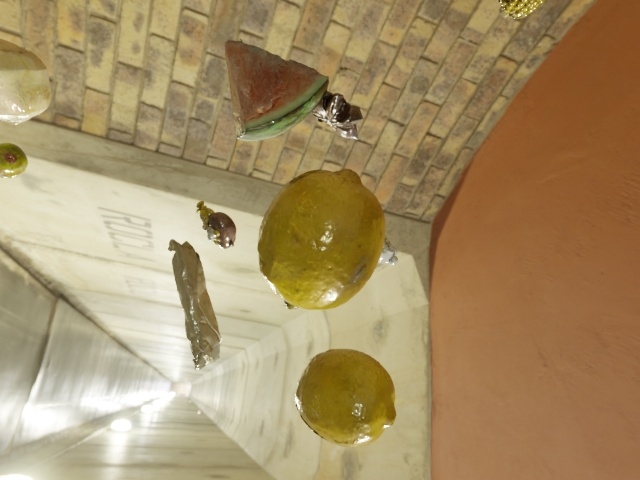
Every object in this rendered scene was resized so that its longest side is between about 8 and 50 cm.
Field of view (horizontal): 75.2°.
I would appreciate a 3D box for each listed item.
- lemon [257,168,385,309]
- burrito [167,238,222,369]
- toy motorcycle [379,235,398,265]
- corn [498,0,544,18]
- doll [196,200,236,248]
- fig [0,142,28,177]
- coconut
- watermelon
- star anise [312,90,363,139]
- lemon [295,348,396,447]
[{"bbox_3d":[0.001,-0.002,0.833,0.260,0.260,0.284,-139,-132,-69],"label":"lemon"},{"bbox_3d":[-0.263,0.129,0.871,0.082,0.059,0.276,-6,83,-79],"label":"burrito"},{"bbox_3d":[0.167,0.012,1.210,0.074,0.151,0.228,-49,177,12],"label":"toy motorcycle"},{"bbox_3d":[0.464,-0.563,0.783,0.320,0.096,0.097,133,-35,-51],"label":"corn"},{"bbox_3d":[-0.357,-0.044,1.407,0.188,0.096,0.145,27,-45,33],"label":"doll"},{"bbox_3d":[-0.813,-0.199,1.087,0.166,0.093,0.094,-9,-110,61],"label":"fig"},{"bbox_3d":[-0.758,-0.376,1.005,0.194,0.194,0.195,-168,-90,-72],"label":"coconut"},{"bbox_3d":[-0.163,-0.417,1.228,0.293,0.283,0.250,48,-21,14],"label":"watermelon"},{"bbox_3d":[0.062,-0.511,1.665,0.108,0.315,0.315,-60,-163,-6],"label":"star anise"},{"bbox_3d":[0.062,0.418,1.129,0.310,0.253,0.254,9,-94,38],"label":"lemon"}]
